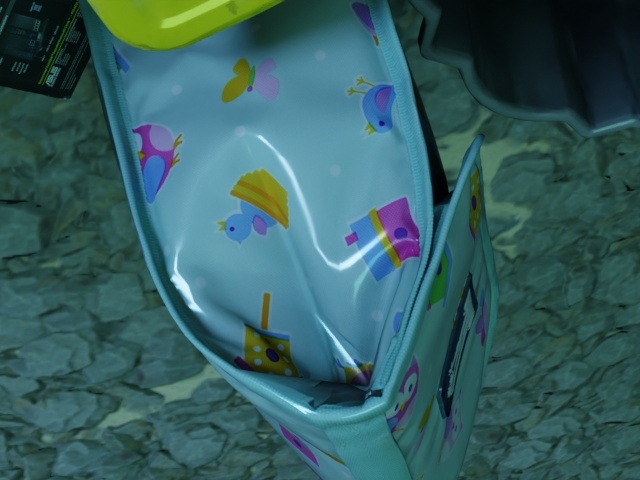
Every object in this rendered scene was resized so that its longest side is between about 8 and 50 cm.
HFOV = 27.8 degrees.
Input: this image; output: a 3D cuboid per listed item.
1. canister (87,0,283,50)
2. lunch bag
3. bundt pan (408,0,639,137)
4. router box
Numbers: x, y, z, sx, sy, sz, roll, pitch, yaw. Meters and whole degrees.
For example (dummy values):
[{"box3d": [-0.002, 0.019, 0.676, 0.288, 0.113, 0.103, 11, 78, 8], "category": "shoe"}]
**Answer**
[{"box3d": [-0.049, -0.166, 0.511, 0.126, 0.170, 0.073, -26, 141, 8], "category": "canister"}, {"box3d": [0.000, 0.000, 0.619, 0.160, 0.262, 0.223, -21, 154, 0], "category": "lunch bag"}, {"box3d": [0.183, -0.195, 0.589, 0.330, 0.124, 0.331, -8, 146, -5], "category": "bundt pan"}, {"box3d": [-0.145, -0.130, 0.619, 0.092, 0.038, 0.122, 10, 133, -32], "category": "router box"}]
